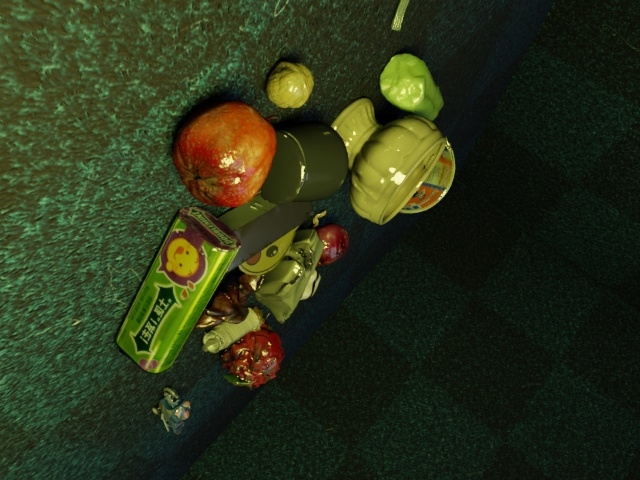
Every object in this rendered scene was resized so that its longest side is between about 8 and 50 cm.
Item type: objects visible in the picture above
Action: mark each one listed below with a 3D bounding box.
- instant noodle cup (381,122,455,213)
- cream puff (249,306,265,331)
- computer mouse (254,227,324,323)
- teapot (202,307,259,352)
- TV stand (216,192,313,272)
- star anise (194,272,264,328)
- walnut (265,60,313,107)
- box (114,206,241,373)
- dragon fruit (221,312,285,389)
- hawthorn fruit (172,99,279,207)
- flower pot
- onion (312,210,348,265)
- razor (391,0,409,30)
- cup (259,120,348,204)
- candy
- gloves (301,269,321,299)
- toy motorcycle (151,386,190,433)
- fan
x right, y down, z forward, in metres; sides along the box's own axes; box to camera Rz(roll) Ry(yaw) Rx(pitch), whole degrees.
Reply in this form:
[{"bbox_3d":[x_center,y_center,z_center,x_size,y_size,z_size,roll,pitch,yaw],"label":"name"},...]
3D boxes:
[{"bbox_3d":[0.248,-0.229,1.599,0.296,0.296,0.214,-55,158,17],"label":"instant noodle cup"},{"bbox_3d":[-0.230,0.269,1.779,0.083,0.058,0.083,34,77,-34],"label":"cream puff"},{"bbox_3d":[-0.103,0.092,1.478,0.228,0.146,0.429,-62,-179,-22],"label":"computer mouse"},{"bbox_3d":[-0.293,0.290,1.635,0.107,0.077,0.200,-36,175,30],"label":"teapot"},{"bbox_3d":[-0.136,-0.041,1.150,0.270,0.083,0.088,-37,131,-36],"label":"TV stand"},{"bbox_3d":[-0.214,0.154,1.348,0.272,0.102,0.272,-37,-176,3],"label":"star anise"},{"bbox_3d":[-0.054,-0.273,0.904,0.092,0.092,0.092,-47,166,-16],"label":"walnut"},{"bbox_3d":[-0.291,0.107,1.038,0.345,0.134,0.097,-57,166,23],"label":"box"},{"bbox_3d":[-0.236,0.383,1.848,0.233,0.234,0.292,107,-5,-57],"label":"dragon fruit"},{"bbox_3d":[-0.136,-0.149,0.820,0.194,0.157,0.157,-47,166,-25],"label":"hawthorn fruit"},{"bbox_3d":[0.152,-0.220,1.352,0.307,0.244,0.307,-47,167,-14],"label":"flower pot"},{"bbox_3d":[0.004,0.010,1.686,0.177,0.153,0.177,-47,-174,7],"label":"onion"},{"bbox_3d":[0.192,-0.535,1.091,0.068,0.037,0.191,3,145,-18],"label":"razor"},{"bbox_3d":[-0.064,-0.147,1.074,0.223,0.169,0.177,-24,180,37],"label":"cup"},{"bbox_3d":[0.265,-0.411,1.430,0.131,0.142,0.344,-63,164,15],"label":"candy"},{"bbox_3d":[-0.087,0.126,1.790,0.140,0.131,0.219,-44,140,10],"label":"gloves"},{"bbox_3d":[-0.466,0.540,1.642,0.076,0.114,0.205,-38,161,-44],"label":"toy motorcycle"},{"bbox_3d":[-0.159,-0.017,1.208,0.335,0.011,0.229,-16,119,-44],"label":"fan"}]
